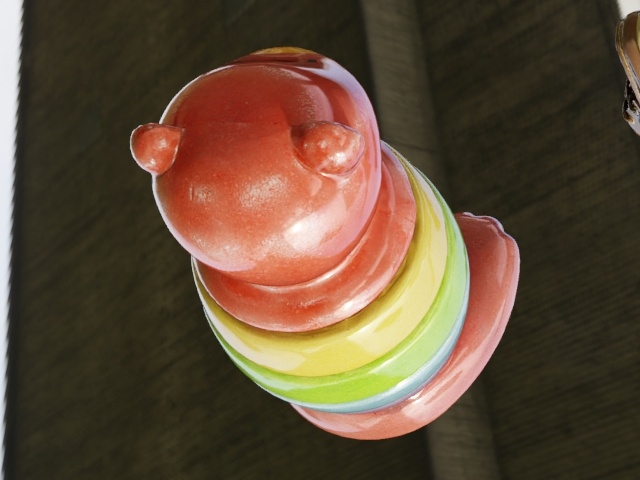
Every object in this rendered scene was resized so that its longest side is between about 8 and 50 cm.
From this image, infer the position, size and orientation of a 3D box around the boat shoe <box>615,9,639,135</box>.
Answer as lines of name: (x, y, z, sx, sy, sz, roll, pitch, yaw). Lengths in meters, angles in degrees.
boat shoe: (0.240, -0.094, 0.754, 0.060, 0.178, 0.064, -2, -120, 38)

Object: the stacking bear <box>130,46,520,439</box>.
stacking bear: (0.000, 0.000, 0.588, 0.176, 0.289, 0.164, 7, -111, 19)
